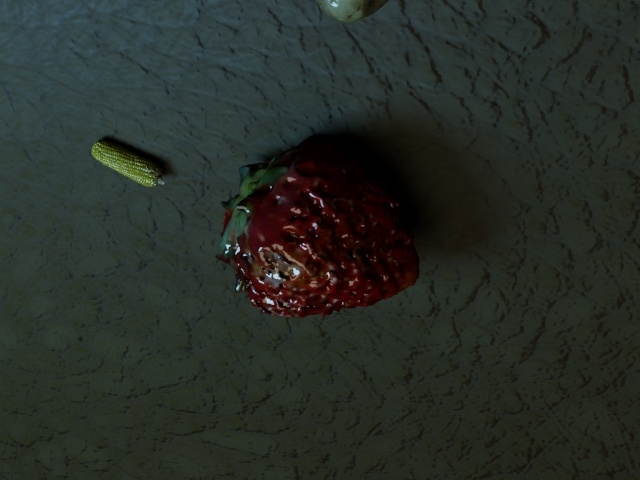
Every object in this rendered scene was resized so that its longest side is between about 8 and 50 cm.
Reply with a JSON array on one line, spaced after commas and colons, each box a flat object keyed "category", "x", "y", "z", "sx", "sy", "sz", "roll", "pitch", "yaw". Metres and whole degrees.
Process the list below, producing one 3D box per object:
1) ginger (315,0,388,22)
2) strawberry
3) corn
[{"category": "ginger", "x": 0.060, "y": -0.263, "z": 1.342, "sx": 0.104, "sy": 0.080, "sz": 0.204, "roll": 52, "pitch": 137, "yaw": 19}, {"category": "strawberry", "x": 0.000, "y": 0.000, "z": 1.541, "sx": 0.202, "sy": 0.184, "sz": 0.187, "roll": 25, "pitch": 139, "yaw": -14}, {"category": "corn", "x": -0.199, "y": -0.080, "z": 1.648, "sx": 0.083, "sy": 0.028, "sz": 0.027, "roll": 28, "pitch": 119, "yaw": 2}]
